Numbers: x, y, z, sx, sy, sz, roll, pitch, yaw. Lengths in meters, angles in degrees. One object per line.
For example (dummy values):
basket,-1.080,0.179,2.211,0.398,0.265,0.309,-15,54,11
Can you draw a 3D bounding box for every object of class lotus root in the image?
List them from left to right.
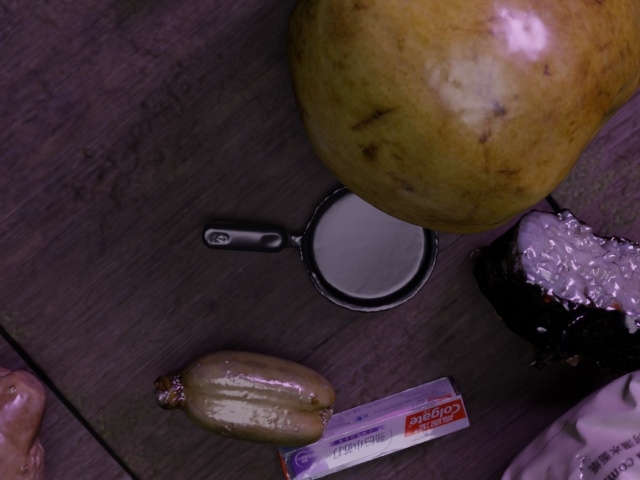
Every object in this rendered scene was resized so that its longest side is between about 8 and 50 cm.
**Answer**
lotus root,-0.076,0.154,1.285,0.183,0.077,0.090,9,97,-12

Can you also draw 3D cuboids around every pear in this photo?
pear,0.114,-0.159,1.121,0.304,0.304,0.304,-2,106,-6

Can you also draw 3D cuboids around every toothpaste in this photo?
toothpaste,0.053,0.195,1.332,0.196,0.040,0.047,-18,109,-1

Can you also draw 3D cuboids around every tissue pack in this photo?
tissue pack,0.327,0.204,1.216,0.375,0.390,0.195,-43,73,11

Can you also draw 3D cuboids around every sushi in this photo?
sushi,0.256,0.065,1.261,0.212,0.147,0.115,18,134,-19

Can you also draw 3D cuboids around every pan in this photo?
pan,0.000,0.000,1.277,0.235,0.028,0.136,5,104,-11

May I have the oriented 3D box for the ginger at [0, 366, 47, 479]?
ginger,-0.404,0.183,1.233,0.304,0.155,0.244,41,105,-7
